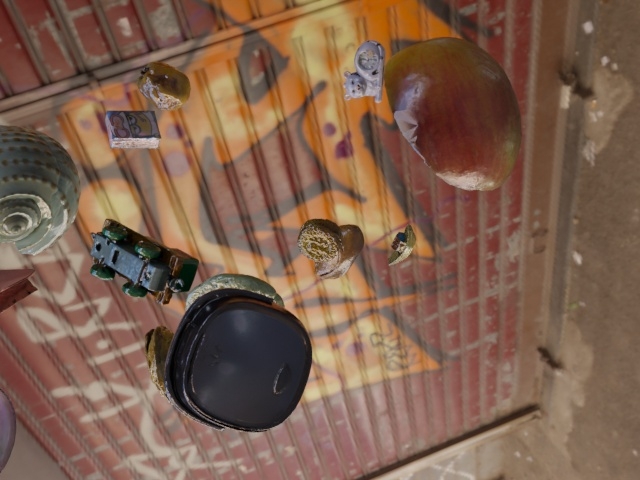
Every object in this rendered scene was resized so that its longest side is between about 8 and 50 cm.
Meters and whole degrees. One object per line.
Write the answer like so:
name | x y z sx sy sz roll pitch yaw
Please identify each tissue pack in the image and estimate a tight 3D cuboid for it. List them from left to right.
tissue pack | -0.588 -0.348 2.143 0.065 0.155 0.116 -52 50 49

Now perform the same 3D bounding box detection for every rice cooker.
rice cooker | -0.149 0.209 1.225 0.224 0.267 0.267 -178 68 -75

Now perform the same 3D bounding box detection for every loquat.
loquat | -0.398 -0.396 1.740 0.113 0.137 0.137 -48 53 35

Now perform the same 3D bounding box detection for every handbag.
handbag | -0.737 0.117 1.485 0.212 0.157 0.060 -57 -34 -72

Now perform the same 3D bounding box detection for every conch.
conch | -0.644 -0.135 1.482 0.303 0.215 0.320 31 -135 -50

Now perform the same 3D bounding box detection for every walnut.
walnut | 0.056 0.036 2.155 0.245 0.137 0.137 -55 48 43

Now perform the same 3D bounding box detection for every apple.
apple | 0.276 -0.260 1.399 0.346 0.254 0.179 61 179 5

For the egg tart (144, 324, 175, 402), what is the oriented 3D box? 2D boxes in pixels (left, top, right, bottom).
egg tart | -0.443 0.395 2.153 0.297 0.132 0.297 -20 -90 -88

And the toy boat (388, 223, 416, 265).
toy boat | 0.266 0.018 2.251 0.065 0.066 0.172 -88 15 -46

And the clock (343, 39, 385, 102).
clock | 0.125 -0.491 1.977 0.080 0.117 0.176 -68 -18 -63

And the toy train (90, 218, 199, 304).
toy train | -0.310 0.037 1.200 0.227 0.091 0.136 25 -170 28

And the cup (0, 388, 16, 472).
cup | -0.702 0.338 1.191 0.253 0.273 0.254 0 -90 -71

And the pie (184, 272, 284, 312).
pie | -0.200 0.159 1.586 0.241 0.240 0.054 78 -174 -48

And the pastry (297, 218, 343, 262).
pastry | 0.000 0.000 1.471 0.057 0.097 0.109 -74 -34 -58
